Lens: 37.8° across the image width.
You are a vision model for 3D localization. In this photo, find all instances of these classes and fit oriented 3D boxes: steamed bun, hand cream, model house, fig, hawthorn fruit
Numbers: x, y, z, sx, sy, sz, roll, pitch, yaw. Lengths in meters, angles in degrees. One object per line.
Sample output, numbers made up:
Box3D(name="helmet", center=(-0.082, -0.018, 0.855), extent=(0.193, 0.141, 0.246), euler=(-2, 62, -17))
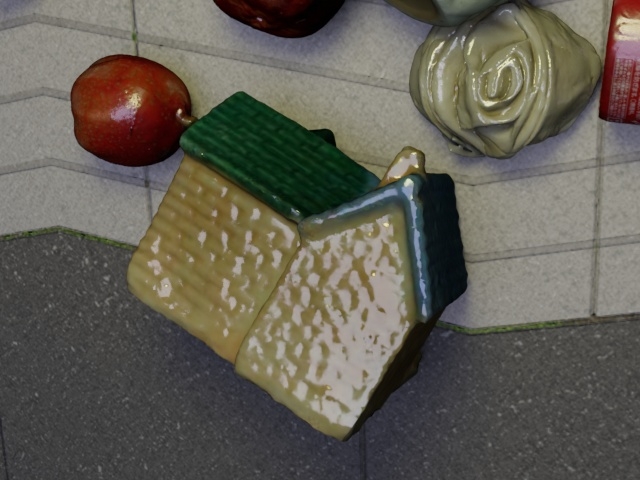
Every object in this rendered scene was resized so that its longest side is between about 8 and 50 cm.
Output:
Box3D(name="steamed bun", center=(0.219, -0.197, 1.172), extent=(0.218, 0.144, 0.211), euler=(41, 114, 4))
Box3D(name="hand cream", center=(0.396, -0.225, 1.083), extent=(0.125, 0.193, 0.193), euler=(8, 108, 15))
Box3D(name="model house", center=(0.000, 0.000, 1.229), extent=(0.382, 0.334, 0.342), euler=(30, 102, 13))
Box3D(name="fig", center=(-0.029, -0.386, 1.196), extent=(0.186, 0.204, 0.249), euler=(34, 78, -27))
Box3D(name="hawthorn fruit", center=(-0.257, -0.182, 1.329), extent=(0.188, 0.169, 0.169), euler=(7, 107, 12))

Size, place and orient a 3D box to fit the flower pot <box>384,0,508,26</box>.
Box3D(name="flower pot", center=(0.139, -0.366, 1.071), extent=(0.246, 0.246, 0.195), euler=(32, 90, 7))
